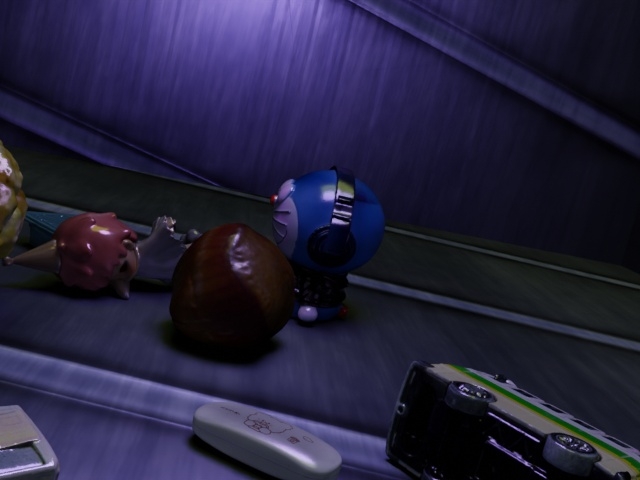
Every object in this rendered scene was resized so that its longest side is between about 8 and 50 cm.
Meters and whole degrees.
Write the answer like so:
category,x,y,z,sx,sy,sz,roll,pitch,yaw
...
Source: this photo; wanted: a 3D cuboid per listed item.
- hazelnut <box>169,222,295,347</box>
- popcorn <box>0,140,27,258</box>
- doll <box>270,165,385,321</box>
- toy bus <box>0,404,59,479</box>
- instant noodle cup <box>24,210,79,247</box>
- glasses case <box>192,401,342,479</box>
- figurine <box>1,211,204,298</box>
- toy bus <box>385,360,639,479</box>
category,x,y,z,sx,sy,sz,roll,pitch,yaw
hazelnut,-0.151,0.084,1.297,0.229,0.229,0.229,12,11,-2
popcorn,-0.603,-0.035,1.136,0.274,0.335,0.279,39,-14,37
doll,0.000,0.000,1.560,0.240,0.310,0.284,13,11,-9
toy bus,-0.393,0.209,0.610,0.342,0.097,0.138,3,21,-47
instant noodle cup,-0.524,-0.005,1.611,0.179,0.070,0.157,20,12,37
glasses case,-0.066,0.243,0.922,0.193,0.049,0.074,19,12,24
figurine,-0.381,0.029,1.419,0.207,0.166,0.387,-23,-13,40
toy bus,0.244,0.264,0.932,0.179,0.143,0.305,6,12,-42
